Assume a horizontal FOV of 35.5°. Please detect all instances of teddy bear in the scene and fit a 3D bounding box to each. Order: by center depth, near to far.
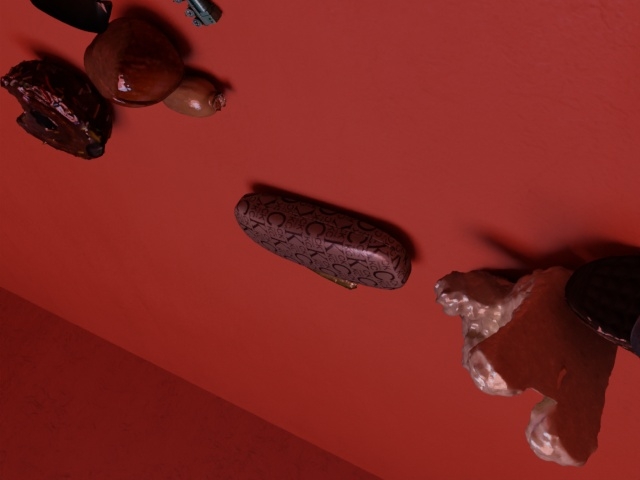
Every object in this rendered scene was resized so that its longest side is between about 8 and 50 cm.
[{"bbox_3d":[0.279,0.191,1.544,0.327,0.375,0.362,48,141,-7],"label":"teddy bear"}]

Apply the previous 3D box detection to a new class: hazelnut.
[{"bbox_3d":[-0.285,-0.275,1.542,0.154,0.143,0.143,17,155,48],"label":"hazelnut"}]

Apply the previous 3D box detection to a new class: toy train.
[{"bbox_3d":[-0.179,-0.337,1.397,0.045,0.029,0.092,-1,140,41],"label":"toy train"}]

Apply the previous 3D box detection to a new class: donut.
[{"bbox_3d":[-0.485,-0.249,1.874,0.216,0.096,0.230,21,155,17],"label":"donut"}]

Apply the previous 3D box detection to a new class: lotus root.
[{"bbox_3d":[-0.206,-0.231,1.602,0.150,0.062,0.073,16,153,36],"label":"lotus root"}]

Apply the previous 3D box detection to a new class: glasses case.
[{"bbox_3d":[0.000,0.000,1.787,0.354,0.085,0.137,19,155,29],"label":"glasses case"}]

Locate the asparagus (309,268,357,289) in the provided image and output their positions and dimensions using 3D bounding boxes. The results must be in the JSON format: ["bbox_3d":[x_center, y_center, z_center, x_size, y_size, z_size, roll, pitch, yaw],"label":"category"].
[{"bbox_3d":[-0.003,0.046,1.946,0.178,0.041,0.045,31,166,-2],"label":"asparagus"}]

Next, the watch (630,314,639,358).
[{"bbox_3d":[0.493,0.109,1.235,0.068,0.206,0.193,45,168,-35],"label":"watch"}]

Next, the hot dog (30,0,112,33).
[{"bbox_3d":[-0.319,-0.430,1.293,0.194,0.107,0.326,23,148,-5],"label":"hot dog"}]

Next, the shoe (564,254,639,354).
[{"bbox_3d":[0.499,0.132,1.405,0.336,0.132,0.171,24,166,9],"label":"shoe"}]
